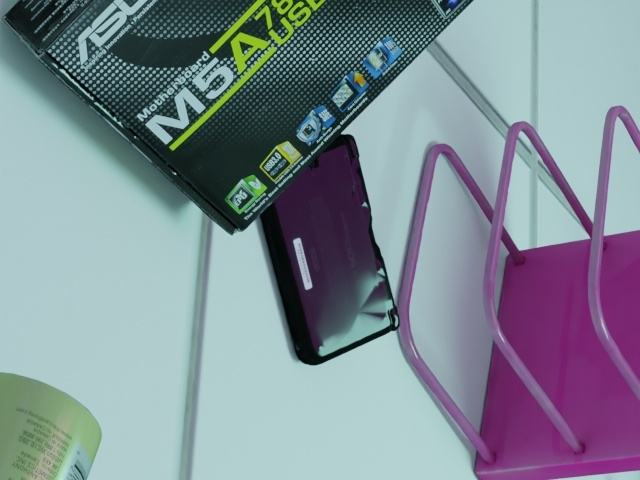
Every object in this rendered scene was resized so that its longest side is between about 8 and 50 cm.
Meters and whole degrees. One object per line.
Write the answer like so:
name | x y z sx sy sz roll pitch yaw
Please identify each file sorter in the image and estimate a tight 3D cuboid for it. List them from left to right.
file sorter | 0.220 0.021 1.170 0.182 0.290 0.202 53 38 -40

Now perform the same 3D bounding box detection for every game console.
game console | 0.000 0.000 1.038 0.107 0.071 0.122 -23 104 -33

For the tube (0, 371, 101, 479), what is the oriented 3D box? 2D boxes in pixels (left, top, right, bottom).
tube | -0.149 0.163 0.641 0.070 0.062 0.240 23 57 -10

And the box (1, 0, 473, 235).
box | -0.029 -0.117 0.841 0.045 0.190 0.184 45 -1 37
